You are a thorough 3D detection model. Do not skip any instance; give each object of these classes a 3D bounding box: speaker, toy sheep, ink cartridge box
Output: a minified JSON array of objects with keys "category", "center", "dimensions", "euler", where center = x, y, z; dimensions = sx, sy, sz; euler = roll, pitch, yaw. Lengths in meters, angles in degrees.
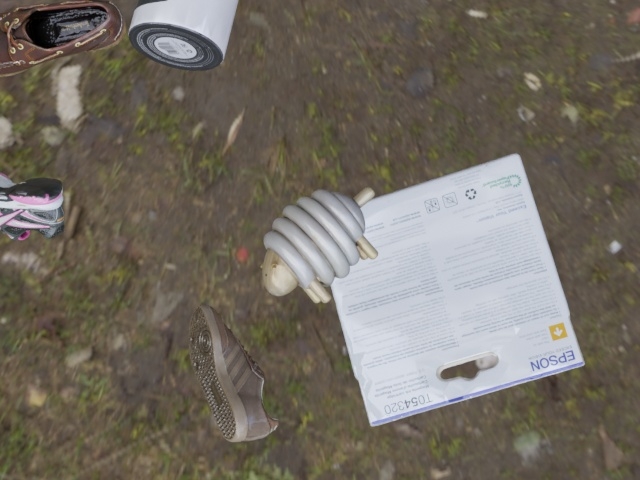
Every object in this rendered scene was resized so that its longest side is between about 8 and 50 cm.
[{"category":"speaker","center":[-0.065,-0.167,0.688],"dimensions":[0.055,0.055,0.136],"euler":[14,73,-6]},{"category":"toy sheep","center":[0.000,0.000,1.103],"dimensions":[0.132,0.091,0.091],"euler":[-43,105,-14]},{"category":"ink cartridge box","center":[0.185,0.074,1.809],"dimensions":[0.324,0.071,0.330],"euler":[-17,76,8]}]

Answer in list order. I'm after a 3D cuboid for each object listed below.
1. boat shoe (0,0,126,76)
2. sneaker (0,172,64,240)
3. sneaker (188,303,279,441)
[{"category":"boat shoe","center":[-0.333,-0.242,1.431],"dimensions":[0.206,0.073,0.073],"euler":[-15,90,4]},{"category":"sneaker","center":[-0.398,-0.035,1.551],"dimensions":[0.178,0.072,0.077],"euler":[8,121,30]},{"category":"sneaker","center":[-0.110,0.166,1.539],"dimensions":[0.071,0.188,0.066],"euler":[1,147,-36]}]
